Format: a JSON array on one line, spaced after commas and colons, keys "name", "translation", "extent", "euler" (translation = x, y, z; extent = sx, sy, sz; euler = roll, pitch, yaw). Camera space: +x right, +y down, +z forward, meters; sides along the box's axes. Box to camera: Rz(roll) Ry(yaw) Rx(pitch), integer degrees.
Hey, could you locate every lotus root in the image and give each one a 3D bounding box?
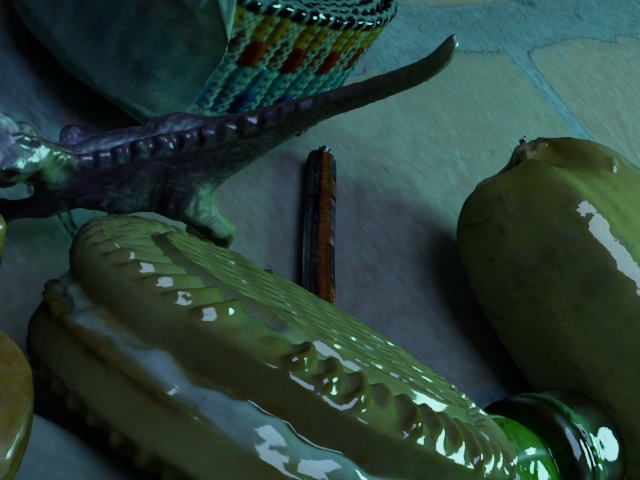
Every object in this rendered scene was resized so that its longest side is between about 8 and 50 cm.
[{"name": "lotus root", "translation": [0.231, 0.075, 0.700], "extent": [0.169, 0.151, 0.342], "euler": [-26, 78, -35]}]

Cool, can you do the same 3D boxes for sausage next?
[{"name": "sausage", "translation": [0.000, 0.000, 0.659], "extent": [0.198, 0.025, 0.028], "euler": [-89, 154, -42]}]

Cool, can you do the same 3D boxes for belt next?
[{"name": "belt", "translation": [-0.077, -0.176, 0.654], "extent": [0.258, 0.150, 0.207], "euler": [0, 47, -43]}]

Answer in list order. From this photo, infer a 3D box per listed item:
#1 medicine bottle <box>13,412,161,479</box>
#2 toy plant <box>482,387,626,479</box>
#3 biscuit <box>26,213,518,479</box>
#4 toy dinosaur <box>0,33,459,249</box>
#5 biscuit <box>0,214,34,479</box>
[{"name": "medicine bottle", "translation": [-0.039, 0.227, 0.332], "extent": [0.375, 0.123, 0.282], "euler": [31, 36, -15]}, {"name": "toy plant", "translation": [0.116, 0.145, 0.576], "extent": [0.162, 0.093, 0.092], "euler": [-8, 61, -42]}, {"name": "biscuit", "translation": [-0.019, 0.068, 0.452], "extent": [0.259, 0.079, 0.259], "euler": [28, 1, -1]}, {"name": "toy dinosaur", "translation": [-0.071, -0.042, 0.504], "extent": [0.251, 0.200, 0.072], "euler": [1, 79, -4]}, {"name": "biscuit", "translation": [-0.250, 0.039, 0.304], "extent": [0.284, 0.043, 0.306], "euler": [30, 40, 31]}]
